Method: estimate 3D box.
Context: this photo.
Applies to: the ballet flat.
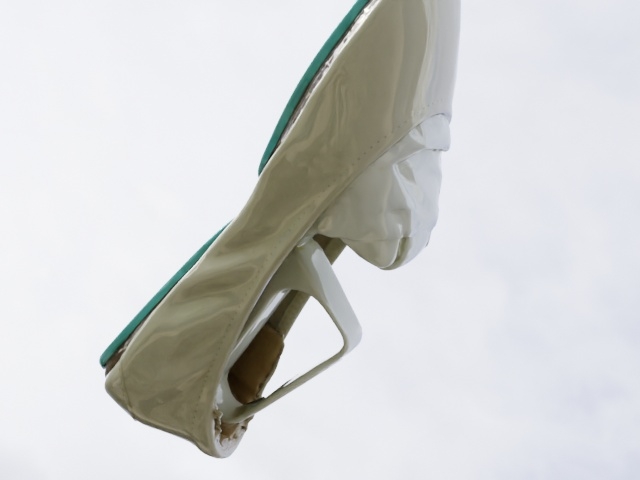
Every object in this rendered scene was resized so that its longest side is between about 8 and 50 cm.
[{"bbox_3d":[0.000,0.000,0.598,0.086,0.086,0.248,34,-61,-6],"label":"ballet flat"}]
